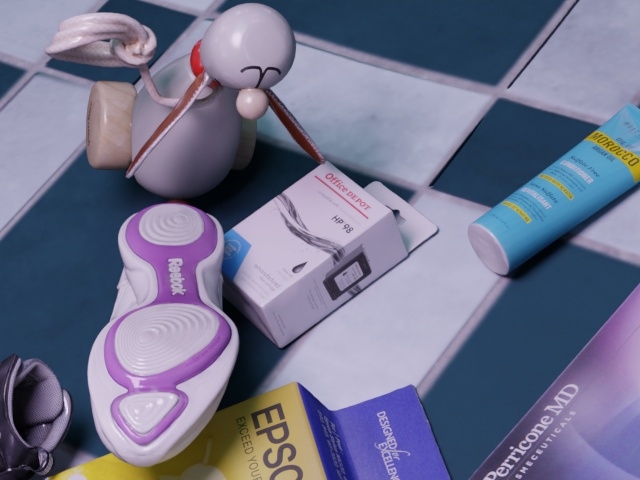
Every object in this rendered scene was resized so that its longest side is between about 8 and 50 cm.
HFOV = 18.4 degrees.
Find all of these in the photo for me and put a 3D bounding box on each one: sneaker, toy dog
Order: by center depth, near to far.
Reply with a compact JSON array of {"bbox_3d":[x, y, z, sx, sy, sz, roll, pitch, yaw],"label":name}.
[{"bbox_3d":[-0.121,0.100,1.610,0.114,0.152,0.305,4,32,1],"label":"sneaker"},{"bbox_3d":[-0.295,0.130,1.674,0.153,0.101,0.268,-36,48,12],"label":"sneaker"},{"bbox_3d":[-0.108,-0.086,1.724,0.220,0.333,0.161,-6,81,1],"label":"toy dog"}]

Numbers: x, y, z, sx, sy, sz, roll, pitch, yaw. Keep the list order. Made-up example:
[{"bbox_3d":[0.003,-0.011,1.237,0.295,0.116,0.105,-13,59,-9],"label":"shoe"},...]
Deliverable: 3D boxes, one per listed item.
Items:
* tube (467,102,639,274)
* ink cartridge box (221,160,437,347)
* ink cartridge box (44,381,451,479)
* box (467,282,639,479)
[{"bbox_3d":[0.220,-0.046,1.700,0.207,0.052,0.080,-35,55,-21],"label":"tube"},{"bbox_3d":[0.000,0.000,1.730,0.180,0.060,0.104,-37,44,-14],"label":"ink cartridge box"},{"bbox_3d":[-0.040,0.249,1.499,0.307,0.072,0.303,-24,42,3],"label":"ink cartridge box"},{"bbox_3d":[0.306,0.175,1.347,0.294,0.182,0.296,24,60,39],"label":"box"}]
